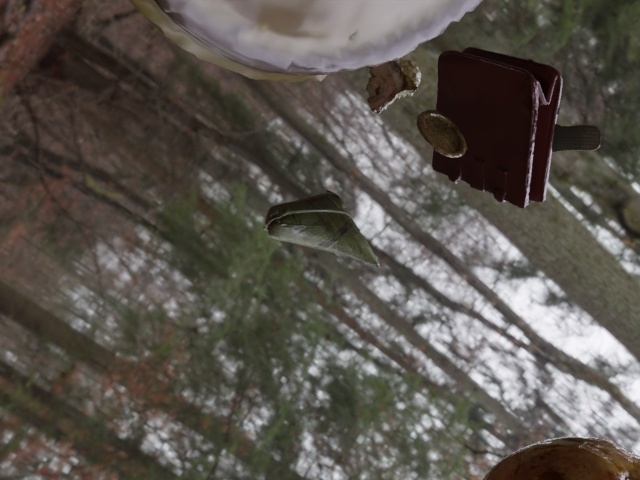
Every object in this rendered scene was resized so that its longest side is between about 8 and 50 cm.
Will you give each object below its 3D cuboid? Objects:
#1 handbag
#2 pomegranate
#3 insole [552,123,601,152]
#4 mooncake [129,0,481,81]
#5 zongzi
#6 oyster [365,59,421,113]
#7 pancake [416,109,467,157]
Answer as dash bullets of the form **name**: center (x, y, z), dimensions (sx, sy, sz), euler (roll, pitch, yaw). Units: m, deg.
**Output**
- **handbag**: center (0.330, -0.222, 1.602), dimensions (0.084, 0.275, 0.260), euler (-21, -148, -34)
- **pomegranate**: center (0.223, 0.273, 0.713), dimensions (0.207, 0.207, 0.207), euler (-41, -156, 23)
- **insole**: center (0.445, -0.193, 1.545), dimensions (0.004, 0.064, 0.188), euler (-13, -166, -33)
- **mooncake**: center (-0.012, -0.324, 0.635), dimensions (0.394, 0.393, 0.246), euler (-34, -136, -6)
- **zongzi**: center (0.000, 0.000, 0.953), dimensions (0.104, 0.113, 0.052), euler (-19, 154, -31)
- **oyster**: center (0.156, -0.342, 1.784), dimensions (0.209, 0.072, 0.132), euler (143, -50, -67)
- **pancake**: center (0.219, -0.193, 1.489), dimensions (0.011, 0.115, 0.115), euler (-47, -161, 43)
